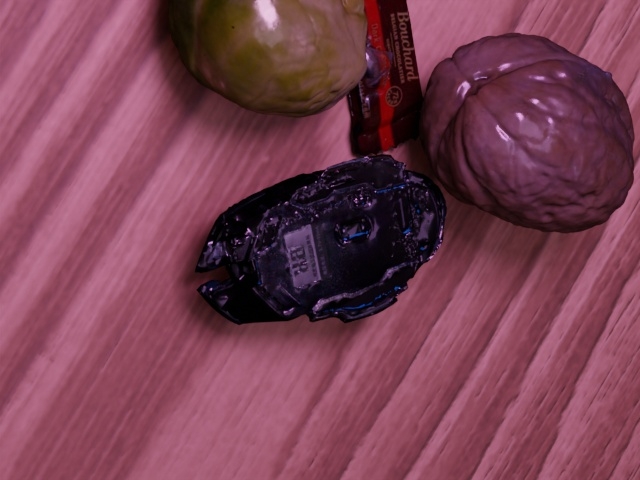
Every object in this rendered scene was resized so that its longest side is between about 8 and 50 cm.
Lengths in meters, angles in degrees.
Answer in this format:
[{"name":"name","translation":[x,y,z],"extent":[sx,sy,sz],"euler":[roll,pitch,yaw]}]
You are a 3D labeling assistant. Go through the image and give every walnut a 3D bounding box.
[{"name":"walnut","translation":[0.190,-0.091,1.703],"extent":[0.230,0.178,0.178],"euler":[27,88,-41]}]

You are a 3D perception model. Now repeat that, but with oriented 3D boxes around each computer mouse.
[{"name":"computer mouse","translation":[0.000,0.000,1.675],"extent":[0.242,0.077,0.146],"euler":[-16,109,-22]}]

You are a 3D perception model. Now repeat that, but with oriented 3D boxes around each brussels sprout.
[{"name":"brussels sprout","translation":[-0.047,-0.175,1.581],"extent":[0.145,0.131,0.183],"euler":[-41,120,-39]}]

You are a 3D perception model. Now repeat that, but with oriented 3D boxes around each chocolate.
[{"name":"chocolate","translation":[0.052,-0.166,1.693],"extent":[0.086,0.028,0.182],"euler":[-17,108,-28]}]
